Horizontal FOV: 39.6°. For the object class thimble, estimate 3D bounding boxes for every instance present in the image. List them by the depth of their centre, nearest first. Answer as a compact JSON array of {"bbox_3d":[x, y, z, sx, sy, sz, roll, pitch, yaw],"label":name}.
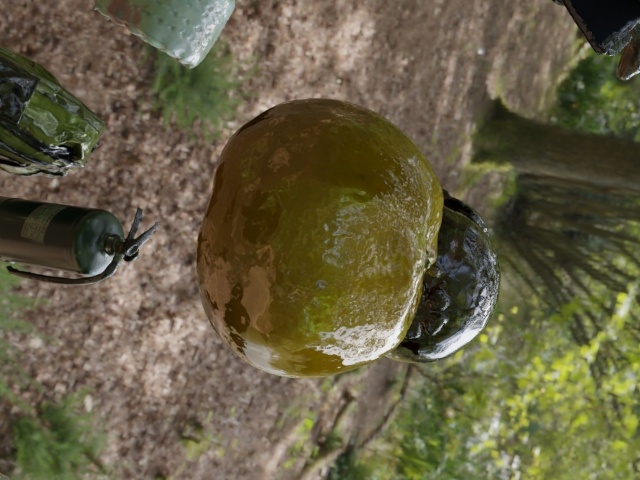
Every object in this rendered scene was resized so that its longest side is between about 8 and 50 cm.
[{"bbox_3d":[-0.258,-0.393,1.460,0.149,0.211,0.185,-58,-166,6],"label":"thimble"}]

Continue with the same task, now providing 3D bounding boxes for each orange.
[{"bbox_3d":[0.000,0.000,0.875,0.279,0.235,0.279,8,90,-88],"label":"orange"}]

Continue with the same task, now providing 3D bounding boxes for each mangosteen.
[{"bbox_3d":[0.144,0.036,1.253,0.289,0.231,0.231,-62,159,-56],"label":"mangosteen"}]

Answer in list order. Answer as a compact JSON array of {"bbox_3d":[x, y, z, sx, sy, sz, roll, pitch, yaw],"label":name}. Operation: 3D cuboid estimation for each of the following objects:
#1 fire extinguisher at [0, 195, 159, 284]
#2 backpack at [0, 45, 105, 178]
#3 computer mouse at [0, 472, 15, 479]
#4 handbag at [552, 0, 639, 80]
[{"bbox_3d":[-0.334,-0.001,1.166,0.093,0.294,0.118,44,60,-51],"label":"fire extinguisher"},{"bbox_3d":[-0.426,-0.169,1.205,0.253,0.207,0.140,29,73,-32],"label":"backpack"},{"bbox_3d":[-0.379,0.343,0.873,0.228,0.145,0.429,-33,158,-17],"label":"computer mouse"},{"bbox_3d":[0.234,-0.281,0.691,0.269,0.118,0.326,57,44,-9],"label":"handbag"}]
